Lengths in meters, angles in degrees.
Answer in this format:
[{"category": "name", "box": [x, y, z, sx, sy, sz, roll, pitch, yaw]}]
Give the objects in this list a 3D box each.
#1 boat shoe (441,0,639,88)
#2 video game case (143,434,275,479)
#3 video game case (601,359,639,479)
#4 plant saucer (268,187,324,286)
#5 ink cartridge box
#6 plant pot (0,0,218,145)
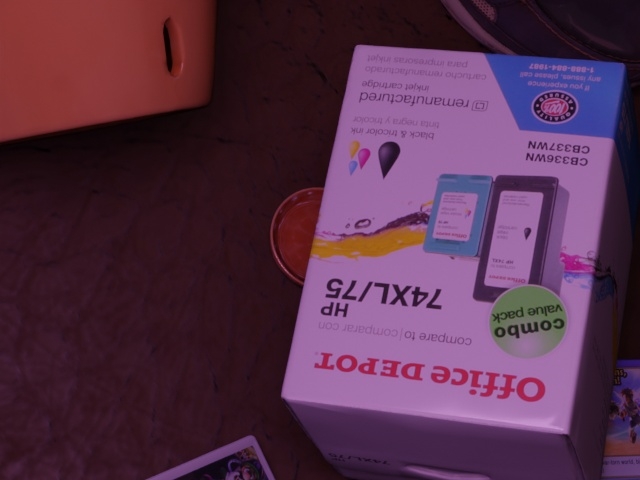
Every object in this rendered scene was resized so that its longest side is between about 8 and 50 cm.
[{"category": "boat shoe", "box": [0.148, -0.255, 1.410, 0.355, 0.130, 0.132, 36, 66, -3]}, {"category": "video game case", "box": [-0.075, 0.250, 1.209, 0.173, 0.022, 0.190, -19, 78, -39]}, {"category": "video game case", "box": [0.284, 0.215, 1.336, 0.270, 0.061, 0.244, 1, 73, -17]}, {"category": "plant saucer", "box": [0.000, 0.000, 1.344, 0.083, 0.013, 0.083, 5, 72, -15]}, {"category": "ink cartridge box", "box": [0.110, 0.030, 1.234, 0.198, 0.197, 0.270, 5, 68, 16]}, {"category": "plant pot", "box": [-0.189, -0.176, 1.213, 0.291, 0.291, 0.203, -13, 95, -21]}]
